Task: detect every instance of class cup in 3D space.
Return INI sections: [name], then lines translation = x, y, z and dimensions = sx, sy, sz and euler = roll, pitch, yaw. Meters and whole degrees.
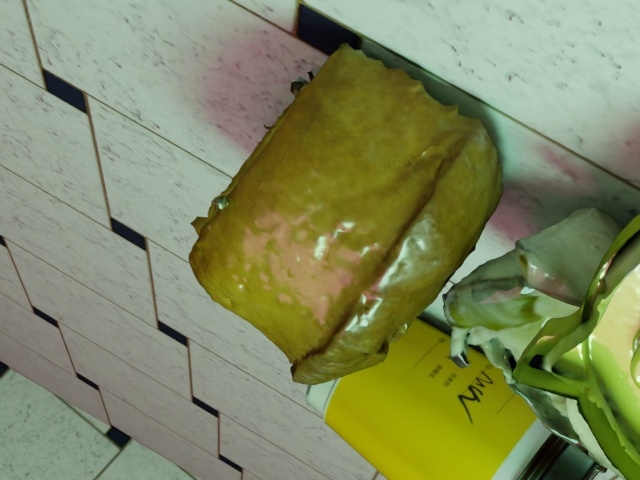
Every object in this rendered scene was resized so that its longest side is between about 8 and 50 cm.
[cup]
translation = 0.131, 0.188, 1.337
dimensions = 0.280, 0.196, 0.196
euler = 34, 161, 18

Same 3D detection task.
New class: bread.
[bread]
translation = 0.000, 0.000, 1.065
dimensions = 0.194, 0.179, 0.340
euler = 40, 161, -3

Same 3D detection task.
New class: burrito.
[burrito]
translation = 0.253, 0.098, 0.998
dimensions = 0.332, 0.135, 0.190
euler = 38, 157, -3

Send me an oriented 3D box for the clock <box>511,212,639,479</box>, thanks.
[clock]
translation = 0.295, 0.071, 0.839
dimensions = 0.293, 0.071, 0.277
euler = 38, 128, 0
